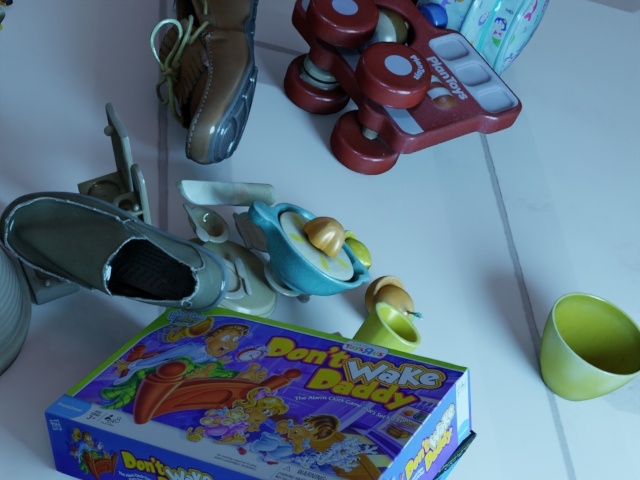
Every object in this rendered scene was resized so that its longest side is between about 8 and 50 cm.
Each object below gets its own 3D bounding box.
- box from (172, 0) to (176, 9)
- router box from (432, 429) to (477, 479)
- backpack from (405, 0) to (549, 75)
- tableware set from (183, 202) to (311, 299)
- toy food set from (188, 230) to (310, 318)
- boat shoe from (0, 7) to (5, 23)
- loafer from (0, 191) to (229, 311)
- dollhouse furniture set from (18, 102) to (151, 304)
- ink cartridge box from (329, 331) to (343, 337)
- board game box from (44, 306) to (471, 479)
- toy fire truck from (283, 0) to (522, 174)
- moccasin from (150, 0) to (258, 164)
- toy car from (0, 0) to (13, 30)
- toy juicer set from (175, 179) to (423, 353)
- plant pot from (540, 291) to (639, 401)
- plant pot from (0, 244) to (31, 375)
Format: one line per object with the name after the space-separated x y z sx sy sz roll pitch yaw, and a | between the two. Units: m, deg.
-0.150 -0.423 1.985 0.091 0.130 0.170 18 40 -13 | box
0.073 0.263 1.369 0.046 0.133 0.179 42 42 17 | router box
0.244 -0.367 2.075 0.191 0.225 0.253 35 43 17 | backpack
-0.090 0.014 1.584 0.169 0.020 0.141 4 48 -43 | tableware set
-0.109 0.047 1.582 0.192 0.038 0.132 -4 53 -47 | toy food set
-0.497 -0.260 1.598 0.098 0.109 0.302 51 32 4 | boat shoe
-0.219 0.009 1.394 0.251 0.094 0.087 15 2 4 | loafer
-0.270 -0.041 1.474 0.151 0.123 0.144 -20 55 -15 | dollhouse furniture set
0.008 0.192 1.481 0.145 0.045 0.179 -15 53 -38 | ink cartridge box
-0.058 0.177 1.310 0.347 0.078 0.233 11 32 28 | board game box
0.108 -0.246 1.882 0.254 0.169 0.302 -18 58 -31 | toy fire truck
-0.159 -0.238 1.778 0.147 0.139 0.380 10 45 -11 | moccasin
-0.441 -0.321 1.775 0.040 0.060 0.122 -7 34 8 | toy car
0.000 0.000 1.590 0.329 0.089 0.209 42 21 0 | toy juicer set
0.327 0.146 1.666 0.134 0.095 0.134 16 40 -14 | plant pot
-0.405 0.038 1.364 0.237 0.110 0.237 16 42 -15 | plant pot
